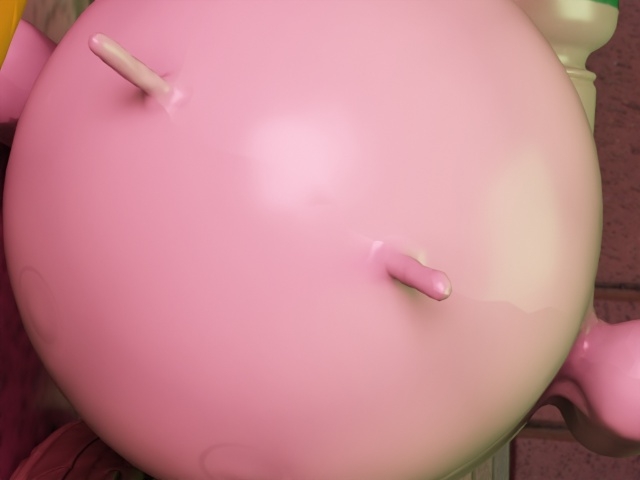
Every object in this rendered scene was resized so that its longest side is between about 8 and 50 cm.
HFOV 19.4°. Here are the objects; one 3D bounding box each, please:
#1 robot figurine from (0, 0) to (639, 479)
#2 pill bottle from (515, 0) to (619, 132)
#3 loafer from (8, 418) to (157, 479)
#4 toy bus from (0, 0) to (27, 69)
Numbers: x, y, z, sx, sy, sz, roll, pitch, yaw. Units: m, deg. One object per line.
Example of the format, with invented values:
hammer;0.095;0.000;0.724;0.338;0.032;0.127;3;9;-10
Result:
robot figurine;0.000;0.000;0.695;0.353;0.300;0.199;55;58;-81
pill bottle;0.154;-0.265;1.587;0.204;0.204;0.361;-9;101;-79
loafer;-0.081;0.138;0.727;0.319;0.111;0.112;-36;127;-76
toy bus;-0.154;0.032;0.290;0.108;0.130;0.332;80;17;-47
